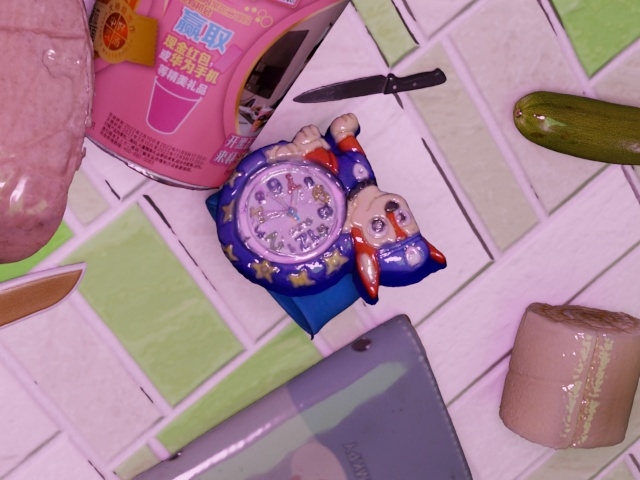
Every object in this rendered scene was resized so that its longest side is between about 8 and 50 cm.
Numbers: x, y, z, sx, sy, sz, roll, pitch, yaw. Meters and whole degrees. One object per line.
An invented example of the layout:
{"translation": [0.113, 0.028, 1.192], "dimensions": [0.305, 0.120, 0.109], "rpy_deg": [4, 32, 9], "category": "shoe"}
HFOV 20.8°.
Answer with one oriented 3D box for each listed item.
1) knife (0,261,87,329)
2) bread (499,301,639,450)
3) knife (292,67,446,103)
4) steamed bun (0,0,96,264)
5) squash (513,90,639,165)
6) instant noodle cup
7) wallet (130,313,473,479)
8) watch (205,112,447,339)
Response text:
{"translation": [-0.330, 0.075, 1.602], "dimensions": [0.256, 0.022, 0.046], "rpy_deg": [-22, 117, -19], "category": "knife"}
{"translation": [0.277, 0.145, 1.909], "dimensions": [0.148, 0.134, 0.141], "rpy_deg": [0, 108, -42], "category": "bread"}
{"translation": [0.050, -0.152, 1.717], "dimensions": [0.170, 0.010, 0.023], "rpy_deg": [-12, 118, -23], "category": "knife"}
{"translation": [-0.327, -0.136, 1.393], "dimensions": [0.252, 0.199, 0.301], "rpy_deg": [9, 76, -32], "category": "steamed bun"}
{"translation": [0.309, -0.115, 1.847], "dimensions": [0.252, 0.066, 0.066], "rpy_deg": [6, 109, -31], "category": "squash"}
{"translation": [-0.098, -0.188, 1.500], "dimensions": [0.244, 0.244, 0.255], "rpy_deg": [18, 110, -34], "category": "instant noodle cup"}
{"translation": [-0.011, 0.264, 1.837], "dimensions": [0.360, 0.083, 0.252], "rpy_deg": [-31, 118, -12], "category": "wallet"}
{"translation": [-0.009, -0.003, 1.633], "dimensions": [0.171, 0.200, 0.196], "rpy_deg": [-29, 79, -9], "category": "watch"}
